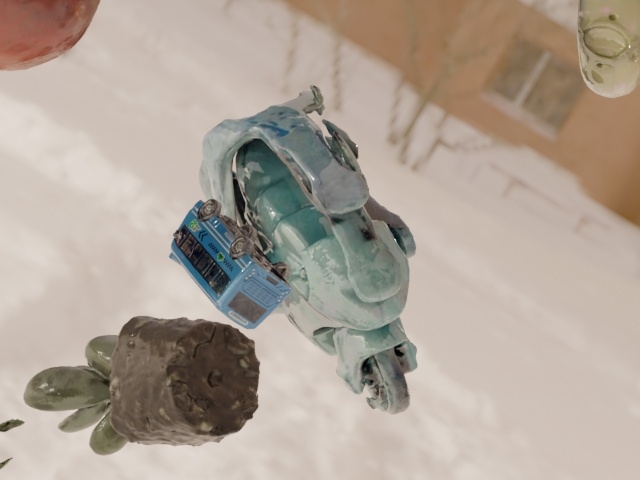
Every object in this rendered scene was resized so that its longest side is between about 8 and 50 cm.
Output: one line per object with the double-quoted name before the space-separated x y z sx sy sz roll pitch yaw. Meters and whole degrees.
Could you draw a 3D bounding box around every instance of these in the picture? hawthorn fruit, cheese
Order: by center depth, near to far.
"hawthorn fruit" -0.166 -0.140 0.947 0.140 0.125 0.125 -10 -6 17
"cheese" 0.167 -0.117 1.106 0.037 0.097 0.192 5 -7 10

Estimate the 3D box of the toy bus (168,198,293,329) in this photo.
"toy bus" -0.053 0.013 1.137 0.038 0.046 0.083 36 6 -39

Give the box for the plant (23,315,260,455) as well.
"plant" -0.196 0.166 2.199 0.274 0.149 0.146 -10 -27 41

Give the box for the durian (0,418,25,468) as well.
"durian" -0.360 0.241 1.432 0.106 0.375 0.132 35 -24 13

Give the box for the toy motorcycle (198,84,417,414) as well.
"toy motorcycle" 0.000 0.000 1.550 0.260 0.154 0.206 54 -21 42
